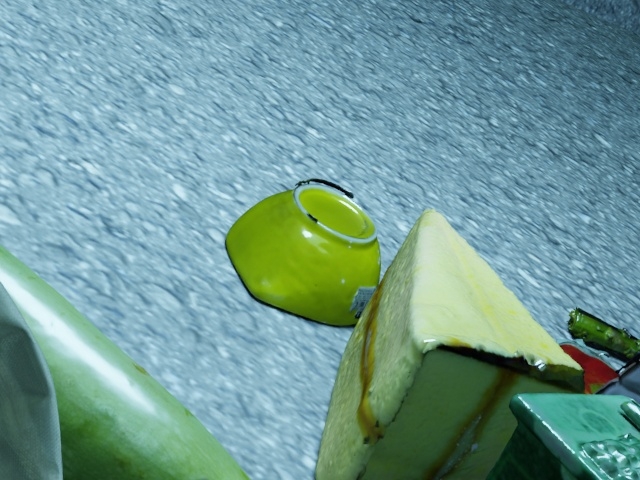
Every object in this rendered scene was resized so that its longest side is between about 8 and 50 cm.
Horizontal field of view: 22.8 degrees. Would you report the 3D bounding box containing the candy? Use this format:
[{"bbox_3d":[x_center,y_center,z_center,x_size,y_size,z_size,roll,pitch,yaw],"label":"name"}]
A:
[{"bbox_3d":[0.230,0.149,1.442,0.086,0.059,0.292,30,21,5],"label":"candy"}]

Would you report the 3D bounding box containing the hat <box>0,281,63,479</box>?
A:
[{"bbox_3d":[-0.267,0.118,0.831,0.226,0.164,0.219,-2,45,18],"label":"hat"}]

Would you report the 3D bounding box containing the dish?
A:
[{"bbox_3d":[0.000,0.000,1.437,0.149,0.080,0.208,35,23,9],"label":"dish"}]

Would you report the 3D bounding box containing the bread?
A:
[{"bbox_3d":[0.050,0.085,1.213,0.163,0.167,0.264,15,24,-35],"label":"bread"}]

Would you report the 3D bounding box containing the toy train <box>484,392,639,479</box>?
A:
[{"bbox_3d":[0.191,0.240,1.001,0.145,0.202,0.266,6,30,-44],"label":"toy train"}]

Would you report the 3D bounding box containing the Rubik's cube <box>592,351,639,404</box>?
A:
[{"bbox_3d":[0.354,0.174,1.263,0.231,0.221,0.225,57,29,15],"label":"Rubik's cube"}]

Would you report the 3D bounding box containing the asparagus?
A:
[{"bbox_3d":[0.335,0.113,1.698,0.165,0.030,0.036,22,13,-22],"label":"asparagus"}]

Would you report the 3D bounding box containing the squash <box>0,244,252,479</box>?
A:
[{"bbox_3d":[-0.151,0.114,0.950,0.370,0.118,0.118,39,22,8],"label":"squash"}]
